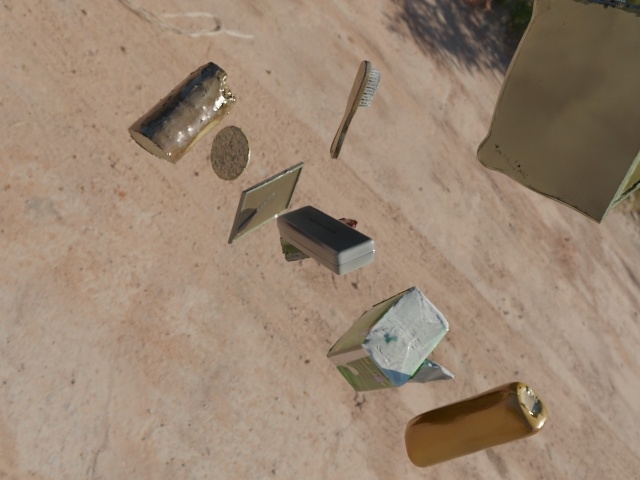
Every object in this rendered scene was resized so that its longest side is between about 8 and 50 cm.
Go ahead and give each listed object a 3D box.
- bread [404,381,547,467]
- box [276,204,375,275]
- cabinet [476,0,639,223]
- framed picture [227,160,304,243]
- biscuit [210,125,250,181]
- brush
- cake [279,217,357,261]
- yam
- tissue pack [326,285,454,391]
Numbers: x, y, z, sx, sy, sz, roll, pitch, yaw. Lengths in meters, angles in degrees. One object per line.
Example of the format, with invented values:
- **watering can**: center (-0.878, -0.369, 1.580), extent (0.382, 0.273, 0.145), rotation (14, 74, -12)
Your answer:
- **bread**: center (0.239, 0.292, 0.914), extent (0.074, 0.239, 0.092), rotation (53, 32, -6)
- **box**: center (0.007, -0.006, 1.202), extent (0.103, 0.244, 0.055), rotation (-21, 120, -26)
- **cabinet**: center (0.466, -0.238, 0.932), extent (0.227, 0.290, 0.318), rotation (34, 37, 30)
- **framed picture**: center (-0.160, -0.114, 1.715), extent (0.019, 0.209, 0.281), rotation (38, 40, 16)
- **biscuit**: center (-0.241, -0.233, 1.526), extent (0.020, 0.152, 0.152), rotation (0, 65, -55)
- **brush**: center (0.102, -0.375, 1.689), extent (0.065, 0.327, 0.070), rotation (8, 42, -19)
- **cake**: center (0.009, 0.002, 1.605), extent (0.220, 0.117, 0.086), rotation (-15, 101, -20)
- **yam**: center (-0.302, -0.282, 1.274), extent (0.129, 0.128, 0.238), rotation (40, 71, -2)
- **tissue pack**: center (0.131, 0.200, 1.014), extent (0.148, 0.209, 0.156), rotation (-41, 89, -23)
